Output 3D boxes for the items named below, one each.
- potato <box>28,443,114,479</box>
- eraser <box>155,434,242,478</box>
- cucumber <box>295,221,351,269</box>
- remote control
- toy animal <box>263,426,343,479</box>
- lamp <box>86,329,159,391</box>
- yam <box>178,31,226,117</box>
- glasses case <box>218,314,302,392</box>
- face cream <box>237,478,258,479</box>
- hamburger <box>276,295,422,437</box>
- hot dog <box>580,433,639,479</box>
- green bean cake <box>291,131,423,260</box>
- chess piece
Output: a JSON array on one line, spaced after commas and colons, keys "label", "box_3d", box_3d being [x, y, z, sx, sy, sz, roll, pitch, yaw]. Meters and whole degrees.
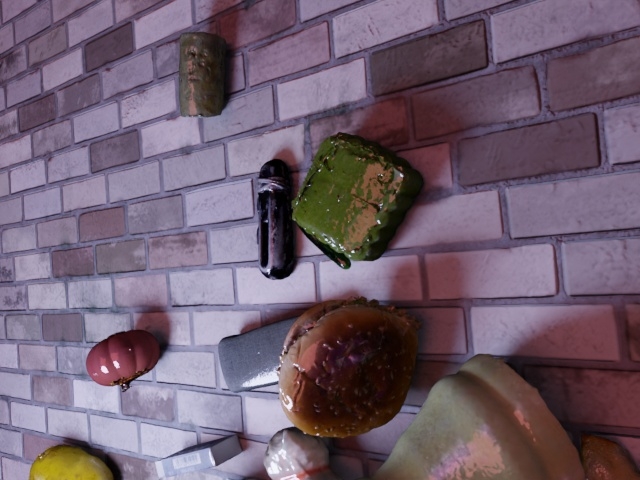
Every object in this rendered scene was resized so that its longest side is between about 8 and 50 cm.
[{"label": "potato", "box_3d": [-0.708, 0.690, 1.472, 0.300, 0.140, 0.173, 9, 88, 27]}, {"label": "eraser", "box_3d": [-0.293, 0.515, 1.227, 0.212, 0.092, 0.046, -26, 77, 31]}, {"label": "cucumber", "box_3d": [0.000, 0.000, 1.068, 0.184, 0.033, 0.036, 43, 130, 27]}, {"label": "remote control", "box_3d": [-0.105, -0.046, 1.116, 0.090, 0.066, 0.266, -4, 89, 29]}, {"label": "toy animal", "box_3d": [-0.039, 0.464, 0.956, 0.266, 0.308, 0.188, 15, 84, 29]}, {"label": "lamp", "box_3d": [-0.494, 0.305, 1.307, 0.182, 0.182, 0.140, -33, 76, 29]}, {"label": "yam", "box_3d": [-0.276, -0.375, 1.202, 0.107, 0.107, 0.194, 4, 94, 33]}, {"label": "glasses case", "box_3d": [-0.082, 0.235, 1.098, 0.323, 0.074, 0.131, -22, 80, 31]}, {"label": "face cream", "box_3d": [-0.213, 0.634, 1.094, 0.218, 0.179, 0.218, -13, 70, 41]}, {"label": "hamburger", "box_3d": [0.056, 0.226, 0.926, 0.243, 0.286, 0.146, 60, 166, -16]}, {"label": "hot dog", "box_3d": [0.449, 0.364, 0.760, 0.078, 0.061, 0.169, -28, 50, -2]}, {"label": "green bean cake", "box_3d": [0.066, -0.082, 0.976, 0.200, 0.113, 0.214, 34, 107, 29]}, {"label": "chess piece", "box_3d": [0.131, 0.377, 0.751, 0.442, 0.234, 0.234, -30, 70, -9]}]
